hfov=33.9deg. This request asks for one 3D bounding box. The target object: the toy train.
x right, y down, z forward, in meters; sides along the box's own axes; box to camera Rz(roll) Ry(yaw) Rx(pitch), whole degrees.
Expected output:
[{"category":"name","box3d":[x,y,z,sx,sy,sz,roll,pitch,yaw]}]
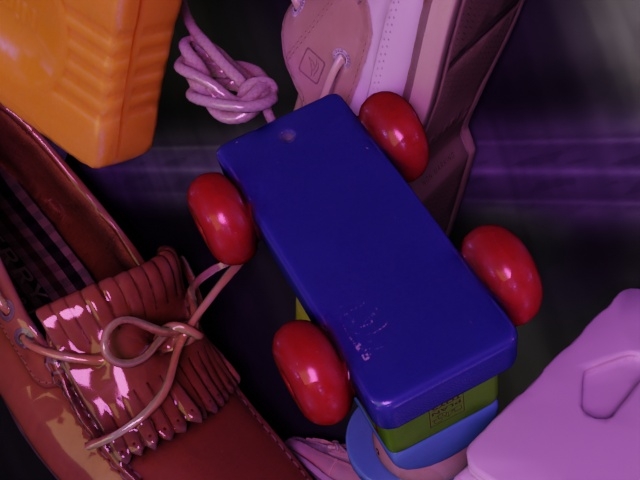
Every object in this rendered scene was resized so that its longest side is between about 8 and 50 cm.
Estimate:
[{"category":"toy train","box3d":[0.000,0.000,0.497,0.248,0.105,0.143,57,167,35]}]

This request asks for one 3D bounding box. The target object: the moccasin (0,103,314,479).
[{"category":"moccasin","box3d":[-0.136,0.051,0.685,0.380,0.139,0.147,50,128,16]}]

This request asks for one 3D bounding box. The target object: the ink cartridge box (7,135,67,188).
[{"category":"ink cartridge box","box3d":[-0.265,-0.148,0.782,0.223,0.045,0.224,43,129,15]}]

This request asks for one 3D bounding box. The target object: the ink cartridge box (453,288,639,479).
[{"category":"ink cartridge box","box3d":[0.139,0.195,0.500,0.117,0.207,0.282,21,121,29]}]

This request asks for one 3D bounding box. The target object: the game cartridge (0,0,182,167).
[{"category":"game cartridge","box3d":[-0.159,-0.235,0.470,0.285,0.053,0.323,34,124,25]}]

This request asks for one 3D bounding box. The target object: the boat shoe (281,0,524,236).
[{"category":"boat shoe","box3d":[0.032,-0.099,0.522,0.103,0.113,0.302,28,125,20]}]

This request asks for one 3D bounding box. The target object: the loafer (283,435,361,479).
[{"category":"loafer","box3d":[0.023,0.155,0.695,0.125,0.039,0.045,20,149,47]}]
